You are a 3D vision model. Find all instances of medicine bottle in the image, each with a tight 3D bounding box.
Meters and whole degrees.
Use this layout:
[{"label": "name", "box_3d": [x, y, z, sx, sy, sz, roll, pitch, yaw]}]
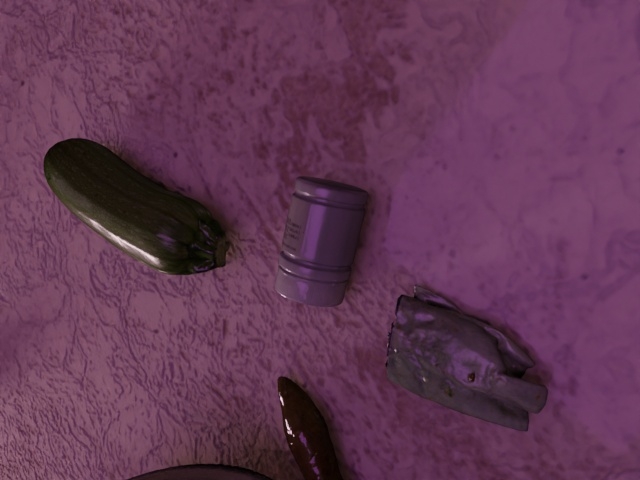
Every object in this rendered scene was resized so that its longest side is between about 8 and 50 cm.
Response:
[{"label": "medicine bottle", "box_3d": [0.000, 0.000, 0.432, 0.058, 0.058, 0.091, 18, 102, 24]}]

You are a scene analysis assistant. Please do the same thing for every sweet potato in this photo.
[{"label": "sweet potato", "box_3d": [0.002, 0.182, 0.459, 0.041, 0.038, 0.153, -38, 80, 14]}]

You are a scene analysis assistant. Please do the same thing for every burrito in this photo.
[{"label": "burrito", "box_3d": [0.103, 0.087, 0.398, 0.118, 0.044, 0.074, 23, 101, 27]}]

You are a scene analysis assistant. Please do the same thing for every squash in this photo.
[{"label": "squash", "box_3d": [-0.174, -0.030, 0.512, 0.219, 0.068, 0.077, 27, 101, 21]}]

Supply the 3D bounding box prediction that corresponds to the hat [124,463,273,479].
[{"label": "hat", "box_3d": [-0.142, 0.267, 0.490, 0.110, 0.252, 0.252, 41, 117, 60]}]
